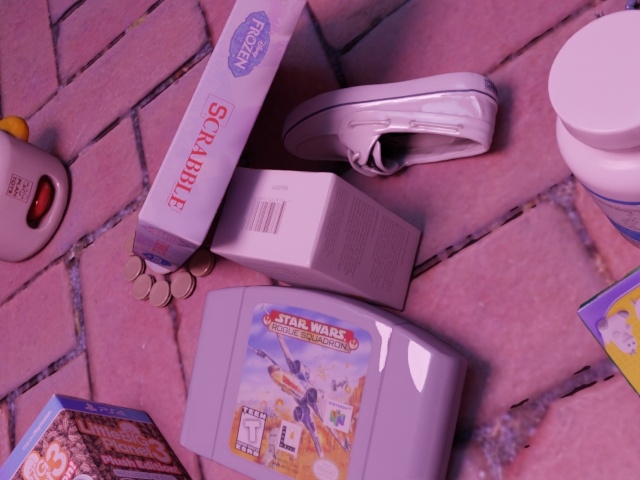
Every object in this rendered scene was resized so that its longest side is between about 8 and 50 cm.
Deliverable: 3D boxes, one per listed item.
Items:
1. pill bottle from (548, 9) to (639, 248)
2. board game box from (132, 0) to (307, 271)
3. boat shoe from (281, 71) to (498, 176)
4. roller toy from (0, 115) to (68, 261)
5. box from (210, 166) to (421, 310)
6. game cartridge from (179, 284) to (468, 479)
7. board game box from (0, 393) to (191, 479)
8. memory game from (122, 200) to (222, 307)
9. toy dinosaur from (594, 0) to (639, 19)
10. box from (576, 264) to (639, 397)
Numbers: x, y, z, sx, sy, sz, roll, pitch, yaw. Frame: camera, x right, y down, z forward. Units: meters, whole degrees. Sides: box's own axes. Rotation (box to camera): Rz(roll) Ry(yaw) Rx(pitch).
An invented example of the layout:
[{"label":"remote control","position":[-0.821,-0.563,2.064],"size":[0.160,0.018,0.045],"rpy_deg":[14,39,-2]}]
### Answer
[{"label":"pill bottle","position":[0.255,-0.076,0.567],"size":[0.124,0.221,0.124],"rpy_deg":[-15,63,30]},{"label":"board game box","position":[-0.117,-0.132,0.837],"size":[0.319,0.065,0.318],"rpy_deg":[-69,12,-13]},{"label":"boat shoe","position":[0.063,-0.114,0.808],"size":[0.258,0.095,0.084],"rpy_deg":[-9,62,34]},{"label":"roller toy","position":[-0.509,-0.075,1.176],"size":[0.209,0.146,0.191],"rpy_deg":[-42,52,14]},{"label":"box","position":[0.000,0.000,0.755],"size":[0.130,0.170,0.091],"rpy_deg":[7,77,38]},{"label":"game cartridge","position":[-0.010,0.149,0.737],"size":[0.297,0.062,0.198],"rpy_deg":[11,95,33]},{"label":"board game box","position":[-0.242,0.354,0.801],"size":[0.232,0.141,0.291],"rpy_deg":[-54,50,5]},{"label":"memory game","position":[-0.200,0.001,1.006],"size":[0.186,0.012,0.186],"rpy_deg":[-14,63,31]},{"label":"toy dinosaur","position":[0.293,-0.205,0.716],"size":[0.090,0.047,0.082],"rpy_deg":[15,98,29]},{"label":"box","position":[0.288,0.096,0.552],"size":[0.105,0.043,0.179],"rpy_deg":[-40,79,20]}]
